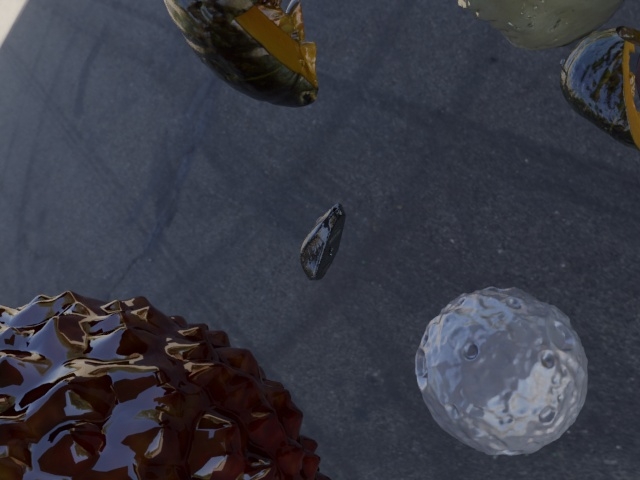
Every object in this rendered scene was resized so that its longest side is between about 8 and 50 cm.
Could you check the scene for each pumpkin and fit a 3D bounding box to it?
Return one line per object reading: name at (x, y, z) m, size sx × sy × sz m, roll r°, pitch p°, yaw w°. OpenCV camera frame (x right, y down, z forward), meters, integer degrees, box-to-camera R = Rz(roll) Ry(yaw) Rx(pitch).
pumpkin at (-0.047, -0.166, 0.389) m, size 0.183 × 0.108 × 0.118 m, roll 98°, pitch 161°, yaw -53°
pumpkin at (0.585, -0.308, 1.349) m, size 0.163 × 0.111 × 0.278 m, roll -5°, pitch 99°, yaw 42°

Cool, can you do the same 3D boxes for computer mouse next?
computer mouse at (0.000, 0.000, 1.143) m, size 0.057 × 0.099 × 0.172 m, roll 28°, pitch 129°, yaw 15°

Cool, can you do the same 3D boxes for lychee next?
lychee at (-0.174, 0.246, 0.489) m, size 0.425 × 0.500 × 0.424 m, roll 10°, pitch 109°, yaw 31°

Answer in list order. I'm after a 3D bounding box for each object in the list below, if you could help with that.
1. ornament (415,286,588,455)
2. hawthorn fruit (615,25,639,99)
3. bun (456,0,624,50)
ornament at (0.350, 0.261, 1.275) m, size 0.337 × 0.337 × 0.336 m, roll -19°, pitch 59°, yaw 35°
hawthorn fruit at (0.429, -0.166, 0.602) m, size 0.287 × 0.331 × 0.286 m, roll -173°, pitch 90°, yaw -80°
bun at (0.209, -0.382, 0.688) m, size 0.235 × 0.362 × 0.326 m, roll -37°, pitch 11°, yaw 31°
